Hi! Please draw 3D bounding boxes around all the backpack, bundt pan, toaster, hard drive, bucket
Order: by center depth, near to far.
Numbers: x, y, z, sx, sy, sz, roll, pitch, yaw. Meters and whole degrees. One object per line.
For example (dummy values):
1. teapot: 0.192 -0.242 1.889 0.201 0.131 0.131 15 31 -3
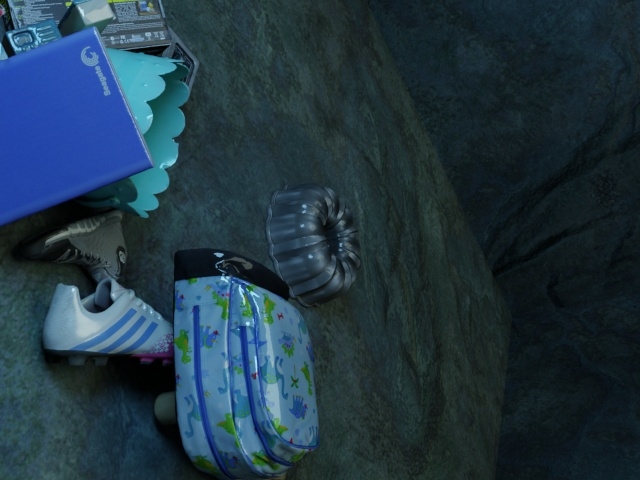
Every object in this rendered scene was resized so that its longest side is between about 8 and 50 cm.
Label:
1. hard drive: -0.424 -0.144 1.094 0.040 0.318 0.210 -130 -161 -77
2. bucket: -0.340 -0.184 1.272 0.281 0.183 0.281 -165 -90 -90
3. backpack: -0.129 0.223 1.315 0.290 0.273 0.355 48 49 -62
4. toaster: -0.342 -0.351 1.535 0.168 0.110 0.186 48 39 -40
5. bundt pan: 0.000 0.000 1.986 0.331 0.124 0.331 36 46 -49

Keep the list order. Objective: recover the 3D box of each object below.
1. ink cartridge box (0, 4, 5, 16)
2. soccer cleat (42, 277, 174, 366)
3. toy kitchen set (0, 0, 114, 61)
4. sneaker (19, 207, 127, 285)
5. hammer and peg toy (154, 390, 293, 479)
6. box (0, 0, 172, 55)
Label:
1. ink cartridge box: -0.540 -0.231 0.938 0.130 0.272 0.309 55 36 -32
2. soccer cleat: -0.319 0.139 1.322 0.331 0.116 0.143 13 81 -58
3. toy kitchen set: -0.464 -0.376 1.210 0.207 0.122 0.166 -30 100 -31
4. sneaker: -0.391 0.030 1.296 0.228 0.086 0.132 -33 109 -62
5. hammer and peg toy: -0.148 0.333 1.513 0.361 0.127 0.266 53 39 -41
6. box: -0.416 -0.423 1.354 0.270 0.060 0.216 -17 91 -32
